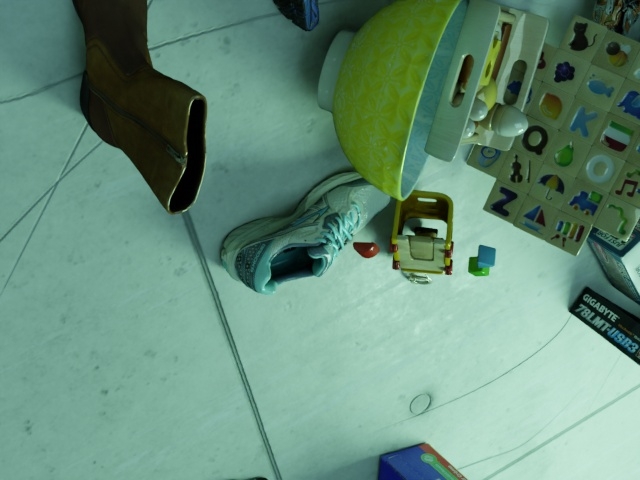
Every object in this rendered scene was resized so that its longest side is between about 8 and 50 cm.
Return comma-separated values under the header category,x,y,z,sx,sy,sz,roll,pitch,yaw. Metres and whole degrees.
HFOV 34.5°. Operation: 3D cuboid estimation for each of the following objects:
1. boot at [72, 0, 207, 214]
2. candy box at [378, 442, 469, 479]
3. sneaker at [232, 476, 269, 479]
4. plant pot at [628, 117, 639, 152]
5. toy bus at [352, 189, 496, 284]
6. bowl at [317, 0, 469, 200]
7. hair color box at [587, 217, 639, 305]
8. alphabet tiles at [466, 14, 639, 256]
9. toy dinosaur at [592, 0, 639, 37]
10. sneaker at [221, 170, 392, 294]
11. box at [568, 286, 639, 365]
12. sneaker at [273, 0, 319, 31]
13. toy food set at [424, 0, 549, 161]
category,x,y,z,sx,sy,sz,roll,pitch,yaw
boot,-0.210,-0.203,1.189,0.096,0.280,0.264,0,116,-32
candy box,0.215,0.583,1.912,0.122,0.268,0.317,-13,122,-30
sneaker,-0.132,0.446,1.768,0.098,0.038,0.069,3,113,-33
plant pot,0.584,-0.184,1.700,0.235,0.293,0.293,-8,125,5
toy bus,0.167,-0.010,1.645,0.191,0.202,0.104,21,70,-35
bowl,0.087,-0.214,1.426,0.289,0.156,0.289,18,90,-79
hair color box,0.678,-0.055,1.939,0.347,0.105,0.174,-42,130,-5
alphabet tiles,0.402,-0.163,1.624,0.342,0.285,0.011,-67,163,16
toy dinosaur,0.568,-0.446,1.622,0.218,0.164,0.322,32,115,-15
sneaker,0.000,0.000,1.539,0.283,0.122,0.110,-30,128,-14
box,0.661,0.229,1.968,0.296,0.293,0.073,27,100,-39
sneaker,-0.015,-0.380,1.343,0.087,0.083,0.221,-21,128,-27
toy food set,0.257,-0.228,1.499,0.306,0.092,0.219,-19,127,-65
